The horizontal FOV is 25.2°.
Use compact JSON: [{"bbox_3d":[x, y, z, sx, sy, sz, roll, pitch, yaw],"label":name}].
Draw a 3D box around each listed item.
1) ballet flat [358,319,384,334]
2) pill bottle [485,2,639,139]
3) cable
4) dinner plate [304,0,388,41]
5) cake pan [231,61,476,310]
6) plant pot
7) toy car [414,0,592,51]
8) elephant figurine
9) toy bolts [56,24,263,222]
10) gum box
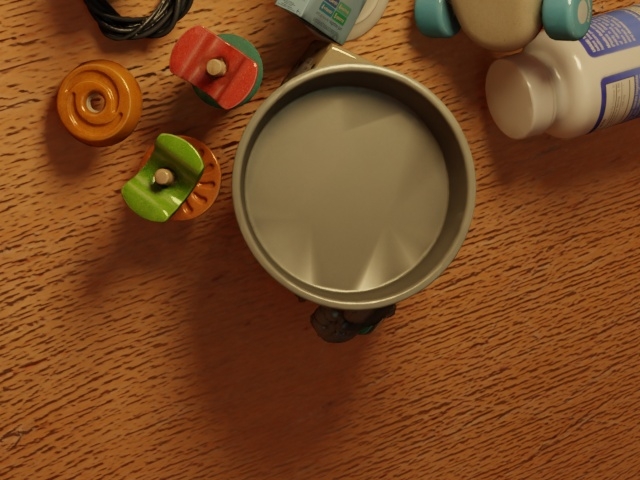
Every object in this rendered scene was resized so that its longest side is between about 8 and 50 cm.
[{"bbox_3d":[0.090,0.054,1.951,0.052,0.057,0.168,2,109,-45],"label":"ballet flat"},{"bbox_3d":[0.365,-0.224,1.943,0.272,0.152,0.152,-18,117,-23],"label":"pill bottle"},{"bbox_3d":[-0.206,-0.316,1.629,0.150,0.047,0.184,26,95,-35],"label":"cable"},{"bbox_3d":[0.032,-0.316,1.791,0.141,0.017,0.141,-11,113,-26],"label":"dinner plate"},{"bbox_3d":[0.038,-0.063,1.706,0.293,0.054,0.293,0,88,-8],"label":"cake pan"},{"bbox_3d":[0.017,-0.191,1.782,0.096,0.109,0.109,39,87,-23],"label":"plant pot"},{"bbox_3d":[0.258,-0.375,1.825,0.238,0.219,0.210,-44,130,-45],"label":"toy car"},{"bbox_3d":[0.000,0.000,1.827,0.169,0.239,0.186,-35,164,-43],"label":"elephant figurine"},{"bbox_3d":[-0.172,-0.159,1.691,0.218,0.158,0.228,40,98,4],"label":"toy bolts"},{"bbox_3d":[0.030,-0.336,1.697,0.184,0.041,0.157,-62,161,5],"label":"gum box"}]
